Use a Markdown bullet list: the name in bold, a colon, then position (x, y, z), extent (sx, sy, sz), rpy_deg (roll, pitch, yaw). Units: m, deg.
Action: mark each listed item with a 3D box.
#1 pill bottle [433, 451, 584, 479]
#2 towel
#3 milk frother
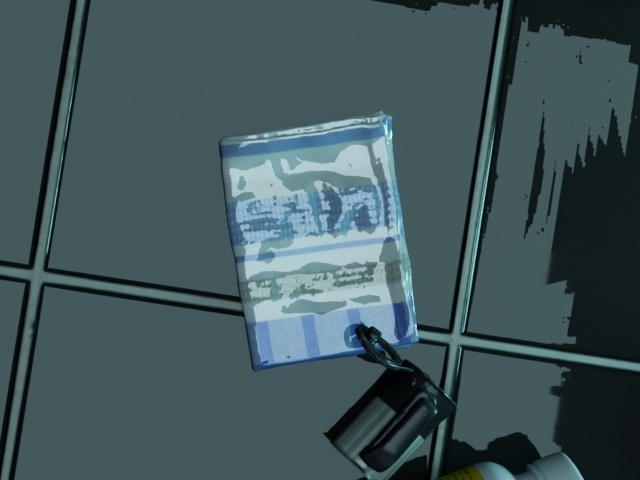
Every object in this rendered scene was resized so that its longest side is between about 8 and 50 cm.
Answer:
- **pill bottle**: position (0.147, 0.365, 1.601), extent (0.334, 0.188, 0.188), rpy_deg (-21, 91, -5)
- **towel**: position (0.000, 0.000, 1.668), extent (0.209, 0.034, 0.285), rpy_deg (-8, 90, -5)
- **milk frother**: position (0.062, 0.189, 1.633), extent (0.143, 0.129, 0.135), rpy_deg (42, 84, 12)
